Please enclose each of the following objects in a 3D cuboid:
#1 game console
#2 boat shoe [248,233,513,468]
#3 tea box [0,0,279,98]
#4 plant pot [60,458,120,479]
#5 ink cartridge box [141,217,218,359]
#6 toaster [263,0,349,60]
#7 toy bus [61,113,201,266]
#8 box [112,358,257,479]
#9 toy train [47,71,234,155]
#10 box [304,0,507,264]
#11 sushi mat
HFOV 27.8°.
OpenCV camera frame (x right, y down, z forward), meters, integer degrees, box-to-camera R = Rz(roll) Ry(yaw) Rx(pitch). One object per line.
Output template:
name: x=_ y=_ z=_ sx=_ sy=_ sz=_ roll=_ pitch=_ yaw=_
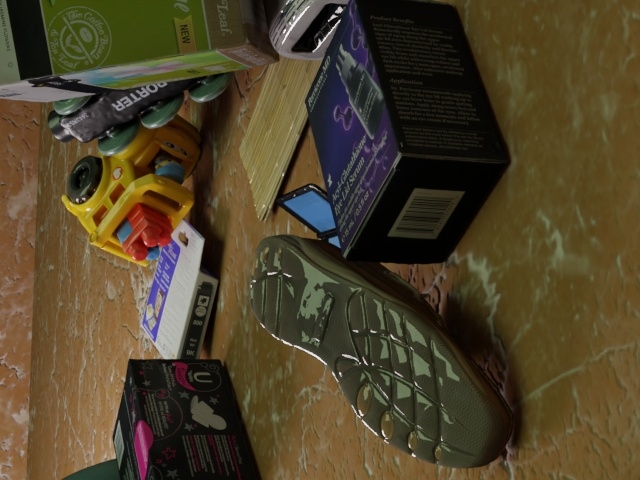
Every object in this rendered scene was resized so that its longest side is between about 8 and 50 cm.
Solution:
game console: x=0.000 y=0.000 z=1.423 sx=0.122 sy=0.071 sz=0.107 roll=162 pitch=110 yaw=-68
boat shoe: x=0.067 y=0.087 z=1.185 sx=0.324 sy=0.116 sz=0.123 roll=41 pitch=121 yaw=38
tea box: x=-0.231 y=-0.291 z=1.475 sx=0.329 sy=0.323 sz=0.220 roll=-49 pitch=-51 yaw=-83
plant pot: x=-0.298 y=0.438 z=1.907 sx=0.195 sy=0.290 sz=0.290 roll=-57 pitch=4 yaw=-34
ink cartridge box: x=-0.211 y=0.071 z=1.972 sx=0.206 sy=0.045 sz=0.208 roll=-141 pitch=63 yaw=-64
toaster: x=0.007 y=-0.288 z=1.371 sx=0.227 sy=0.129 sz=0.146 roll=141 pitch=126 yaw=-60
toy bus: x=-0.263 y=-0.069 z=1.949 sx=0.220 sy=0.149 sz=0.211 roll=-50 pitch=41 yaw=14
box: x=-0.190 y=0.302 z=1.767 sx=0.247 sy=0.142 sz=0.163 roll=-113 pitch=32 yaw=-50
toy train: x=-0.253 y=-0.259 z=1.859 sx=0.334 sy=0.142 sz=0.190 roll=-26 pitch=42 yaw=24
box: x=0.073 y=-0.104 z=1.205 sx=0.153 sy=0.108 sz=0.207 roll=116 pitch=148 yaw=-46
sushi mat: x=-0.042 y=-0.181 z=1.625 sx=0.151 sy=0.019 sz=0.316 roll=-106 pitch=29 yaw=-42
